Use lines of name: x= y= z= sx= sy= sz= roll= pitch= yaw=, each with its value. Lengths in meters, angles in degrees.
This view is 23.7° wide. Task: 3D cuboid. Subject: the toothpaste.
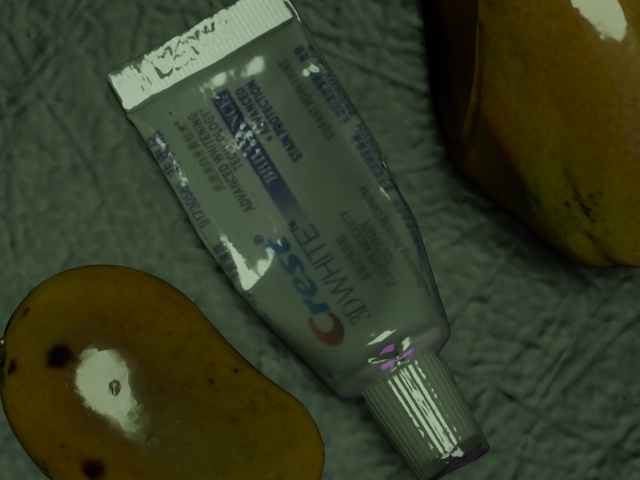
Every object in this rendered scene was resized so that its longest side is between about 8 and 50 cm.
toothpaste: x=0.001 y=-0.001 z=0.813 sx=0.099 sy=0.068 sz=0.282 roll=-24 pitch=78 yaw=-35

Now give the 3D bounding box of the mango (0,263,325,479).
mango: x=-0.086 y=0.090 z=0.778 sx=0.178 sy=0.090 sz=0.115 roll=43 pitch=74 yaw=-7

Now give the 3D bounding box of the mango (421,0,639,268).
mango: x=0.151 y=-0.102 z=0.799 sx=0.166 sy=0.136 sz=0.236 roll=-5 pitch=88 yaw=-9
